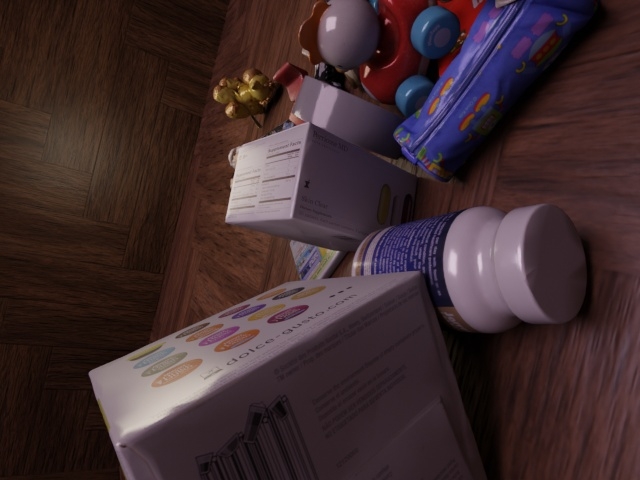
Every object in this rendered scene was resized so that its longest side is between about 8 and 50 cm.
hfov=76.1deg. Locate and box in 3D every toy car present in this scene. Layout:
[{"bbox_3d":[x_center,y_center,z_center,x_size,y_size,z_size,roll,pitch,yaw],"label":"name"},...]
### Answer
[{"bbox_3d":[0.071,-0.341,0.721,0.210,0.238,0.219,99,157,-45],"label":"toy car"}]

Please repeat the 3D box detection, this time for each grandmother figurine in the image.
[{"bbox_3d":[-0.247,-0.263,1.425,0.208,0.104,0.342,-46,30,-2],"label":"grandmother figurine"}]

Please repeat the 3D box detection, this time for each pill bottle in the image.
[{"bbox_3d":[0.173,0.040,0.526,0.264,0.153,0.153,-15,66,57],"label":"pill bottle"}]

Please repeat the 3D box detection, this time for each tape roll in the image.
[{"bbox_3d":[0.060,-0.226,0.756,0.072,0.219,0.219,-67,31,18],"label":"tape roll"}]

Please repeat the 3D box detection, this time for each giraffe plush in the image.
[{"bbox_3d":[-0.241,-0.520,1.431,0.170,0.210,0.181,-34,26,43],"label":"giraffe plush"}]

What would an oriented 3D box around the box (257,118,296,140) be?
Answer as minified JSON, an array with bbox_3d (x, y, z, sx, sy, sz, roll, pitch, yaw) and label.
[{"bbox_3d":[-0.072,-0.211,1.017,0.216,0.060,0.270,-34,39,-2],"label":"box"}]

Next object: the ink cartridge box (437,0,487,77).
[{"bbox_3d":[0.259,-0.520,0.667,0.308,0.091,0.385,-33,50,51],"label":"ink cartridge box"}]

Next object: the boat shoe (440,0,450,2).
[{"bbox_3d":[0.199,-0.391,0.565,0.104,0.110,0.307,79,-164,-46],"label":"boat shoe"}]

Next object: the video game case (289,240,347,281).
[{"bbox_3d":[0.000,0.000,0.965,0.212,0.023,0.193,-56,36,31],"label":"video game case"}]

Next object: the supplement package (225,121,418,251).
[{"bbox_3d":[0.006,-0.073,0.720,0.204,0.261,0.145,0,79,50],"label":"supplement package"}]

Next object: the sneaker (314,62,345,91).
[{"bbox_3d":[0.033,-0.417,1.031,0.121,0.079,0.217,45,126,52],"label":"sneaker"}]

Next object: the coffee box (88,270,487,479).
[{"bbox_3d":[-0.048,0.262,0.519,0.334,0.337,0.338,-12,98,57],"label":"coffee box"}]

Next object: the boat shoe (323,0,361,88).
[{"bbox_3d":[0.061,-0.463,0.950,0.073,0.080,0.224,-24,80,13],"label":"boat shoe"}]

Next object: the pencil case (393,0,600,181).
[{"bbox_3d":[0.225,-0.227,0.568,0.119,0.133,0.306,51,127,24],"label":"pencil case"}]

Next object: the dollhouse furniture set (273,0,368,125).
[{"bbox_3d":[-0.025,-0.440,0.853,0.201,0.152,0.374,46,125,32],"label":"dollhouse furniture set"}]
